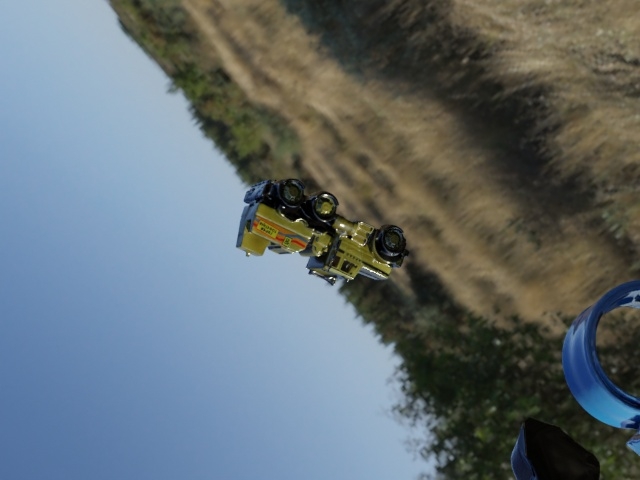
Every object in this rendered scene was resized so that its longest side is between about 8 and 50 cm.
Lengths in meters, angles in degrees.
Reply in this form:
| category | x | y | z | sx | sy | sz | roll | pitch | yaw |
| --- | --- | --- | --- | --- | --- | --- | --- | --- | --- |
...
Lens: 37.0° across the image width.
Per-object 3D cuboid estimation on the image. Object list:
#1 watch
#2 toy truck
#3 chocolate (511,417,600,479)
| category | x | y | z | sx | sy | sz | roll | pitch | yaw |
| --- | --- | --- | --- | --- | --- | --- | --- | --- | --- |
| watch | 0.578 | 0.184 | 1.602 | 0.274 | 0.305 | 0.241 | 49 | 163 | 14 |
| toy truck | 0.003 | -0.004 | 1.482 | 0.257 | 0.127 | 0.127 | 20 | 170 | -21 |
| chocolate | 0.341 | 0.343 | 1.415 | 0.125 | 0.080 | 0.148 | -3 | -130 | -29 |
